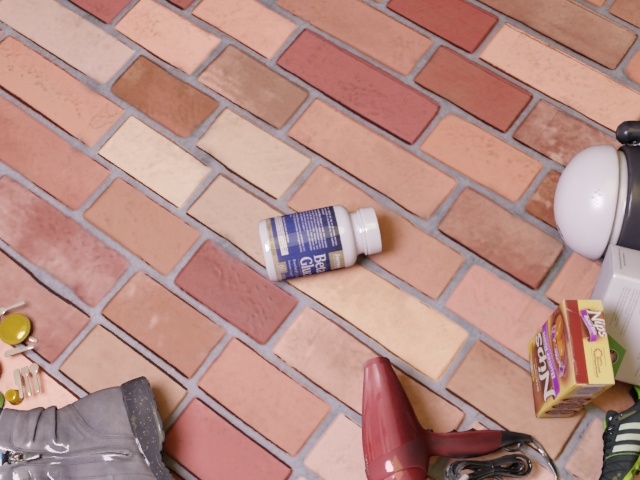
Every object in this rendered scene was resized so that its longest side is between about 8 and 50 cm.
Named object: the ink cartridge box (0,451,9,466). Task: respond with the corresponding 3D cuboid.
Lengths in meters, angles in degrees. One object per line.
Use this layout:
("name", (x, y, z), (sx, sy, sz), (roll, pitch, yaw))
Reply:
("ink cartridge box", (-0.489, 0.335, 1.129), (0.181, 0.061, 0.104), (-23, 68, -8))

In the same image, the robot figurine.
("robot figurine", (0.471, -0.044, 1.185), (0.278, 0.173, 0.209), (7, 43, 6))

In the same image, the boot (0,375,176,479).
("boot", (-0.286, 0.346, 1.064), (0.223, 0.118, 0.338), (-14, 54, -20))

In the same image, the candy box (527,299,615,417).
("candy box", (0.319, 0.158, 1.093), (0.053, 0.186, 0.109), (0, 65, 0))

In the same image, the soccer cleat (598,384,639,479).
("soccer cleat", (0.397, 0.271, 1.115), (0.072, 0.060, 0.179), (31, 65, 26))

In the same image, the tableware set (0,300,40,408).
("tableware set", (-0.460, 0.170, 1.224), (0.104, 0.024, 0.154), (-19, 68, -1))

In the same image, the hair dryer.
("hair dryer", (0.152, 0.273, 1.099), (0.293, 0.080, 0.224), (46, 44, 9))

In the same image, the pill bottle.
("pill bottle", (0.000, 0.000, 1.231), (0.169, 0.094, 0.094), (-12, 66, -1))

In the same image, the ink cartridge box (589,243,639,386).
("ink cartridge box", (0.469, 0.115, 1.112), (0.219, 0.160, 0.092), (14, 31, 8))
